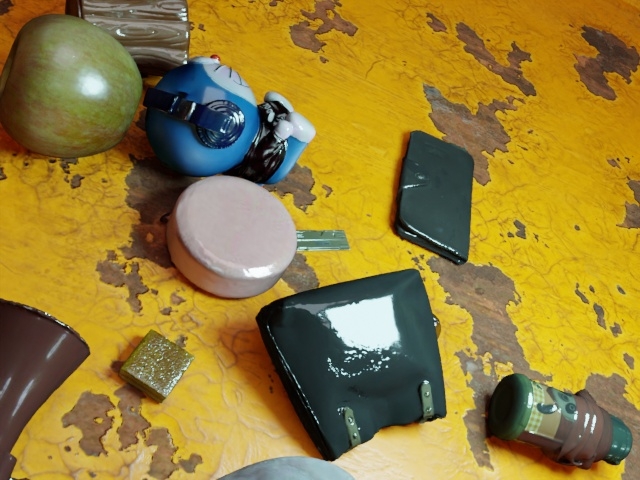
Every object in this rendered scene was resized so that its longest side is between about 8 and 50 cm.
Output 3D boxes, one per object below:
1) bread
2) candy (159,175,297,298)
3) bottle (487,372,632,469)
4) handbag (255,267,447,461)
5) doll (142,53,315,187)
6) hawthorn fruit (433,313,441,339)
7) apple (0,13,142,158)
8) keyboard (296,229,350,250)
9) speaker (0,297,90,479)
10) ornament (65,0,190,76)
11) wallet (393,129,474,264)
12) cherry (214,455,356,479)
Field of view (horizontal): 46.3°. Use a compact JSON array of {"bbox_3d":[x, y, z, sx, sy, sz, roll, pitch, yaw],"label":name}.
[{"bbox_3d":[-0.268,0.204,1.224,0.090,0.035,0.094,33,46,-1],"label":"bread"},{"bbox_3d":[-0.173,-0.011,1.408,0.255,0.094,0.255,15,50,-19],"label":"candy"},{"bbox_3d":[0.468,0.351,1.446,0.271,0.143,0.156,20,73,-11],"label":"bottle"},{"bbox_3d":[0.076,0.218,1.335,0.342,0.152,0.288,-11,76,-26],"label":"handbag"},{"bbox_3d":[-0.198,-0.229,1.479,0.310,0.240,0.284,22,3,-31],"label":"doll"},{"bbox_3d":[0.199,0.172,1.468,0.081,0.093,0.081,15,49,-19],"label":"hawthorn fruit"},{"bbox_3d":[-0.450,-0.269,1.351,0.234,0.257,0.256,23,45,-31],"label":"apple"},{"bbox_3d":[0.000,0.000,1.552,0.129,0.015,0.049,-1,61,-30],"label":"keyboard"},{"bbox_3d":[-0.438,0.278,1.034,0.259,0.198,0.329,46,48,-48],"label":"speaker"},{"bbox_3d":[-0.400,-0.440,1.545,0.218,0.221,0.235,-6,50,-28],"label":"ornament"},{"bbox_3d":[0.276,-0.118,1.775,0.197,0.051,0.377,25,45,-10],"label":"wallet"},{"bbox_3d":[-0.068,0.439,0.977,0.335,0.291,0.326,20,64,5],"label":"cherry"}]
